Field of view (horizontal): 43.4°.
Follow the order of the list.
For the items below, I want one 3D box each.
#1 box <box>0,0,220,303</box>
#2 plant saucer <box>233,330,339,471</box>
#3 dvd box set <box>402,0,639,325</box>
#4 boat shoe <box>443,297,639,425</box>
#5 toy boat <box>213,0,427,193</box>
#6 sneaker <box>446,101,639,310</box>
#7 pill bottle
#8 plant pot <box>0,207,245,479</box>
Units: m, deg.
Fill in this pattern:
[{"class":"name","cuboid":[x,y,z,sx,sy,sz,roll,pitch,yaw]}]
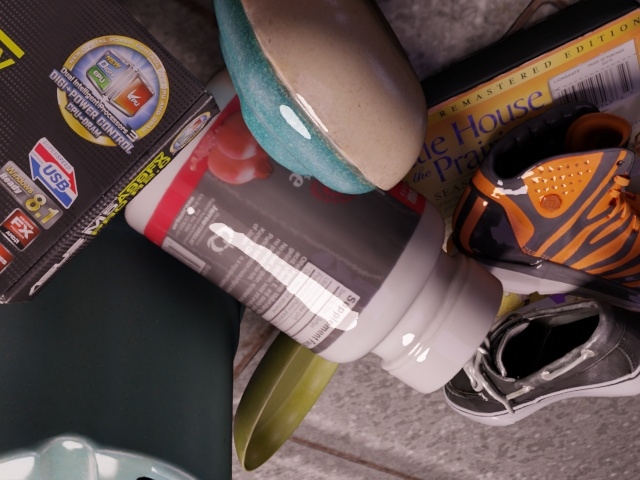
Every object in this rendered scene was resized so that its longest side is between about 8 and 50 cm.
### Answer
[{"class":"box","cuboid":[-0.246,-0.120,0.605,0.216,0.060,0.270,-45,89,-2]},{"class":"plant saucer","cuboid":[-0.028,0.146,0.902,0.037,0.241,0.240,30,123,16]},{"class":"dvd box set","cuboid":[0.242,-0.026,0.901,0.308,0.062,0.420,-26,127,8]},{"class":"boat shoe","cuboid":[0.207,0.124,0.838,0.105,0.113,0.306,24,159,-21]},{"class":"toy boat","cuboid":[-0.058,-0.176,0.584,0.148,0.267,0.318,-34,124,16]},{"class":"sneaker","cuboid":[0.297,-0.031,0.790,0.321,0.124,0.180,4,126,-14]},{"class":"pill bottle","cuboid":[0.000,0.000,0.735,0.319,0.176,0.176,35,114,-5]},{"class":"plant pot","cuboid":[-0.221,0.154,0.767,0.341,0.334,0.341,-6,127,-8]}]
